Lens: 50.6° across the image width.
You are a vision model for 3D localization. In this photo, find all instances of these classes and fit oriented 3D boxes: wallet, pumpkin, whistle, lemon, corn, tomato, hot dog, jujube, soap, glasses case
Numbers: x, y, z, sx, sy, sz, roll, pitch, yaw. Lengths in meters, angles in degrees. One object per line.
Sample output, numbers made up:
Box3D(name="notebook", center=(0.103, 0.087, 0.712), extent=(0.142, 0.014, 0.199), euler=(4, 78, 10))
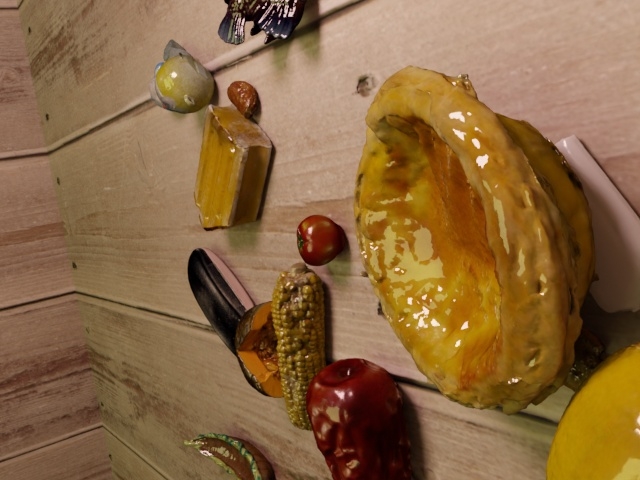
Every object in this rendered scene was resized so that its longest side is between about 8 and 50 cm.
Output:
Box3D(name="wallet", center=(0.284, -0.014, 0.709), extent=(0.190, 0.033, 0.095), euler=(63, 147, 22))
Box3D(name="pumpkin", center=(-0.109, 0.206, 1.306), extent=(0.107, 0.119, 0.183), euler=(-4, 94, 46))
Box3D(name="whistle", center=(-0.292, -0.339, 1.402), extent=(0.223, 0.123, 0.123), euler=(-114, 32, -41))
Box3D(name="lemon", center=(0.310, 0.209, 0.572), extent=(0.236, 0.236, 0.263), euler=(17, 135, 54))
Box3D(name="corn", center=(-0.033, 0.192, 1.214), extent=(0.097, 0.097, 0.320), euler=(20, 119, 53))
Box3D(name="tomato", center=(0.000, 0.000, 1.112), extent=(0.087, 0.075, 0.087), euler=(172, 90, -72))
Box3D(name="hot dog", center=(-0.143, -0.264, 1.269), extent=(0.083, 0.035, 0.058), euler=(51, 139, 34))
Box3D(name="jujube", center=(0.064, 0.300, 1.051), extent=(0.155, 0.155, 0.230), euler=(-6, 97, 57))
Box3D(name="soap", center=(-0.180, -0.119, 1.335), extent=(0.160, 0.080, 0.257), euler=(52, 140, 36))
Box3D(name="glasses case", center=(-0.209, 0.137, 1.474), extent=(0.314, 0.075, 0.122), euler=(48, 139, 37))

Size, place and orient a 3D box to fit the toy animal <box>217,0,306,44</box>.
Box3D(name="toy animal", center=(-0.095, -0.403, 1.071), extent=(0.218, 0.116, 0.179), euler=(50, 140, 45))

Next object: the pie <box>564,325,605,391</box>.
Box3D(name="pie", center=(0.270, 0.125, 0.782), extent=(0.170, 0.034, 0.092), euler=(31, 128, 55))

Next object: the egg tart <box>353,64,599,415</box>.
Box3D(name="egg tart", center=(0.164, -0.002, 0.732), extent=(0.388, 0.169, 0.388), euler=(162, 90, -74))

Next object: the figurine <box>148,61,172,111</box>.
Box3D(name="figurine", center=(-0.330, -0.333, 1.509), extent=(0.114, 0.079, 0.114), euler=(9, 118, 17))

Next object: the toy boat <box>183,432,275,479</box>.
Box3D(name="toy boat", center=(-0.204, 0.513, 1.588), extent=(0.293, 0.099, 0.108), euler=(17, 115, 45))
